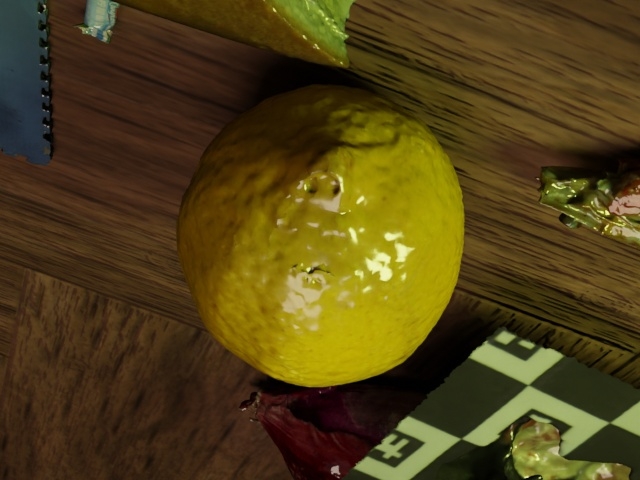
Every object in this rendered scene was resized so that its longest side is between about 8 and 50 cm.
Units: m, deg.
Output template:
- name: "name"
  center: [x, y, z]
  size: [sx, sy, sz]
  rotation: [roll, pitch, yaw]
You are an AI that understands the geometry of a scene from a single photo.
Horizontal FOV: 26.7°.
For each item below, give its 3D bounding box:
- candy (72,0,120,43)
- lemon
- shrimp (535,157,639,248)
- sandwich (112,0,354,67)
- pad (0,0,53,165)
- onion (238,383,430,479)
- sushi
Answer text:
- name: "candy"
  center: [-0.140, -0.152, 0.850]
  size: [0.030, 0.020, 0.083]
  rotation: [17, 151, -5]
- name: "lemon"
  center: [0.000, 0.000, 0.875]
  size: [0.188, 0.188, 0.256]
  rotation: [15, 155, 1]
- name: "shrimp"
  center: [0.244, -0.021, 0.857]
  size: [0.217, 0.051, 0.115]
  rotation: [14, 145, 6]
- name: "sandwich"
  center: [-0.091, -0.176, 0.708]
  size: [0.258, 0.094, 0.096]
  rotation: [18, 156, -7]
- name: "pad"
  center: [-0.317, -0.156, 0.945]
  size: [0.270, 0.012, 0.269]
  rotation: [18, 152, -2]
- name: "onion"
  center: [0.048, 0.225, 1.325]
  size: [0.284, 0.120, 0.227]
  rotation: [14, 147, 5]
- name: "sushi"
  center: [0.219, 0.185, 1.192]
  size: [0.373, 0.100, 0.296]
  rotation: [23, 131, -21]
